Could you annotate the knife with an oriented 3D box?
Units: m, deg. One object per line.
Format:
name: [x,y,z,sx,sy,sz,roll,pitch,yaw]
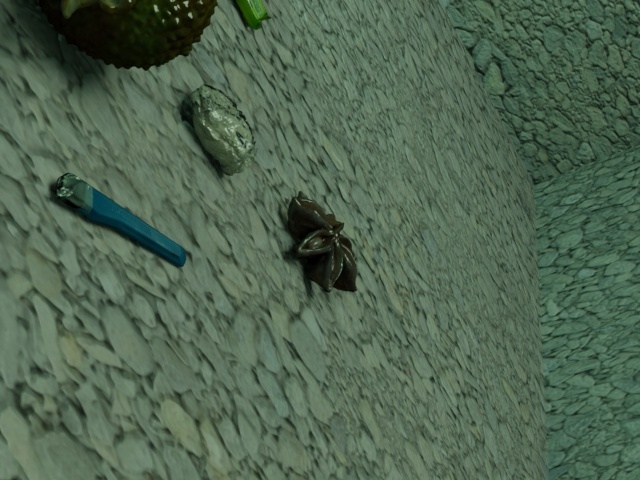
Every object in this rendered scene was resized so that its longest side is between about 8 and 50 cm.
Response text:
knife: [-0.262,-0.021,1.527,0.296,0.026,0.044,40,38,-56]

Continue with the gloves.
gloves: [-0.157,-0.189,1.859,0.153,0.070,0.114,56,25,-26]

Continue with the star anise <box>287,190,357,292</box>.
star anise: [0.005,0.015,2.060,0.212,0.073,0.197,39,33,-47]

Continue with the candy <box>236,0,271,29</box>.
candy: [-0.154,-0.493,2.196,0.178,0.032,0.102,61,19,-17]

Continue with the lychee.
lychee: [-0.261,-0.364,1.534,0.320,0.270,0.270,146,-75,-78]
